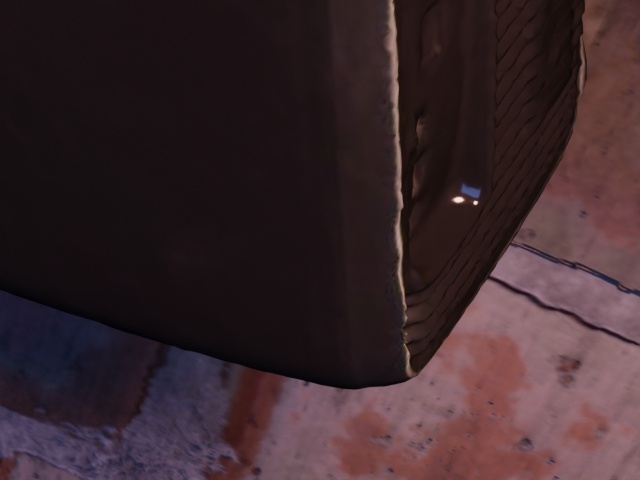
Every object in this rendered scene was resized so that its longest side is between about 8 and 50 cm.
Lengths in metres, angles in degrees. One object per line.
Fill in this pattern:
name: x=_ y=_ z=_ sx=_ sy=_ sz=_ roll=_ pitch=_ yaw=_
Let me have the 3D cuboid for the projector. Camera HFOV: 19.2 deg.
projector: x=-0.097 y=-0.181 z=0.778 sx=0.405 sy=0.242 sz=0.395 roll=16 pitch=133 yaw=23
